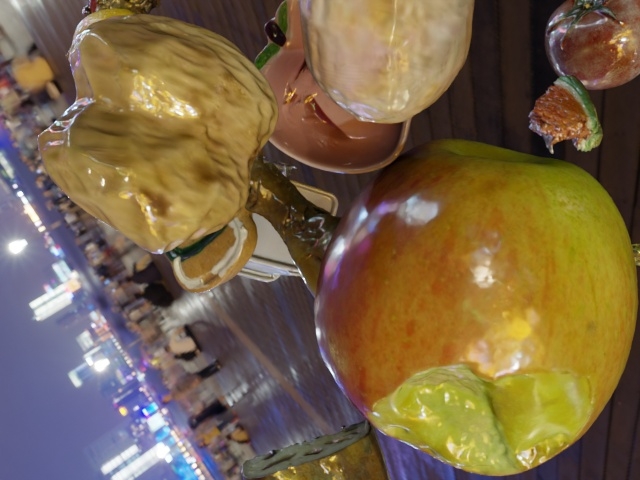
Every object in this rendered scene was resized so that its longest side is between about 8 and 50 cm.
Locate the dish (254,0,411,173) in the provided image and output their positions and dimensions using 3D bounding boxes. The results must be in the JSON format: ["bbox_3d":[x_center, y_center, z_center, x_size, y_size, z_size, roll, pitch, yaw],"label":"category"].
[{"bbox_3d":[0.034,-0.180,0.719,0.214,0.090,0.213,5,101,23],"label":"dish"}]

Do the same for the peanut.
[{"bbox_3d":[-0.140,-0.100,0.593,0.197,0.232,0.110,21,156,-20],"label":"peanut"}]

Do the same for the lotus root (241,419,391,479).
[{"bbox_3d":[0.012,0.511,1.225,0.149,0.267,0.260,-39,-70,-87],"label":"lotus root"}]

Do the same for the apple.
[{"bbox_3d":[0.161,0.054,0.699,0.339,0.340,0.339,47,159,25],"label":"apple"}]

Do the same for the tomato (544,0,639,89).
[{"bbox_3d":[0.805,-0.588,1.876,0.282,0.316,0.317,44,171,-35],"label":"tomato"}]

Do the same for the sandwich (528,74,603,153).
[{"bbox_3d":[0.551,-0.283,1.516,0.109,0.160,0.184,74,-177,-49],"label":"sandwich"}]

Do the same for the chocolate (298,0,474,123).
[{"bbox_3d":[0.041,-0.213,0.421,0.134,0.134,0.309,40,146,40],"label":"chocolate"}]

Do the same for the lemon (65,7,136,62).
[{"bbox_3d":[-0.299,-0.276,0.948,0.109,0.133,0.109,163,90,-77],"label":"lemon"}]

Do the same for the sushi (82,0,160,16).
[{"bbox_3d":[-0.302,-0.395,1.038,0.226,0.097,0.103,-54,50,25],"label":"sushi"}]

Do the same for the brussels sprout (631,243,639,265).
[{"bbox_3d":[0.930,0.043,1.926,0.085,0.058,0.085,42,151,30],"label":"brussels sprout"}]

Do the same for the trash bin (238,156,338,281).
[{"bbox_3d":[-0.122,-0.058,1.439,0.256,0.295,0.368,18,176,-23],"label":"trash bin"}]

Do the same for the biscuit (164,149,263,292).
[{"bbox_3d":[-0.219,-0.086,1.249,0.287,0.057,0.343,-34,65,29],"label":"biscuit"}]

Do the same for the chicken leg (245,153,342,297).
[{"bbox_3d":[0.000,0.000,1.045,0.429,0.201,0.152,41,115,17],"label":"chicken leg"}]
